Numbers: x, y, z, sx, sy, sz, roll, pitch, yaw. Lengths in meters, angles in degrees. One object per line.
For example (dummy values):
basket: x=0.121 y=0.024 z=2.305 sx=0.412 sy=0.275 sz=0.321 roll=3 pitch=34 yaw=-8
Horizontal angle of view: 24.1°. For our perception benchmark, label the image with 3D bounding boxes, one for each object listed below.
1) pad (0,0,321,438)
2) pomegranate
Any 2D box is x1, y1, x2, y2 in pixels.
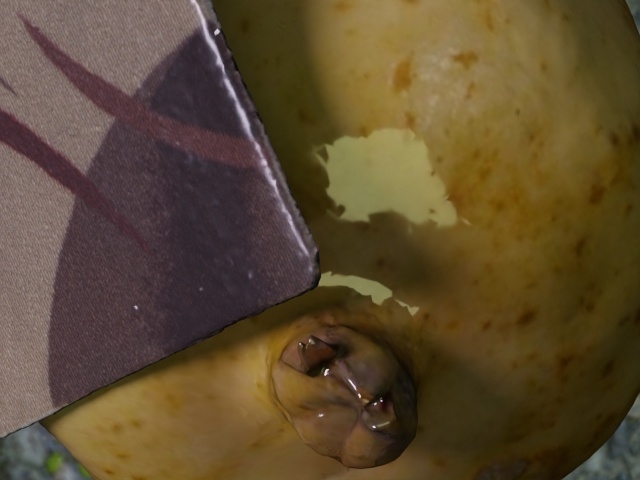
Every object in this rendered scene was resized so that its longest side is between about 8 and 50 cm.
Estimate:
pad: x=-0.140 y=-0.098 z=0.577 sx=0.220 sy=0.004 sz=0.330 roll=-27 pitch=85 yaw=37
pomegranate: x=0.000 y=0.000 z=0.679 sx=0.342 sy=0.342 sz=0.342 roll=-3 pitch=106 yaw=-11
